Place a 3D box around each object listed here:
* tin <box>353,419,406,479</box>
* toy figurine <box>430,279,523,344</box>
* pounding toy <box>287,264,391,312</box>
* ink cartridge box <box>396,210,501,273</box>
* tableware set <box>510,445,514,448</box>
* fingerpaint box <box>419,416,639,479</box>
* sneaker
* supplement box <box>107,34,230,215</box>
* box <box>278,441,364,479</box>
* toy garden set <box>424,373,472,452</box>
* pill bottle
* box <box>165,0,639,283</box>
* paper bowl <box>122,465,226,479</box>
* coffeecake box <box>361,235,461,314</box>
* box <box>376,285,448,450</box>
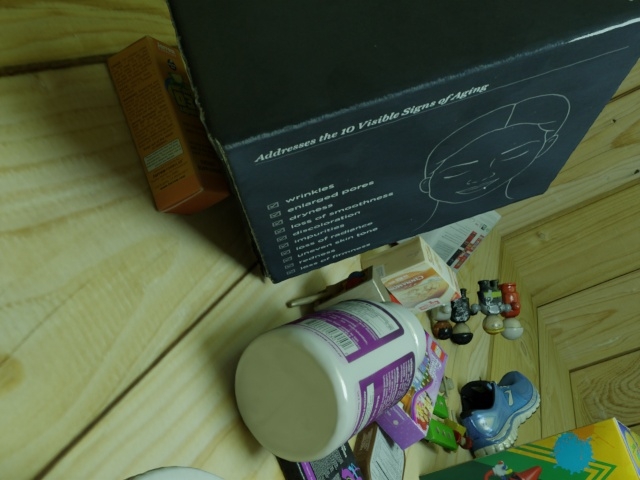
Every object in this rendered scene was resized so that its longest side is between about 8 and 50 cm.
[{"bbox_3d":[0.096,0.363,1.116,0.106,0.040,0.189,54,24,-13],"label":"tin"},{"bbox_3d":[0.386,0.184,1.715,0.209,0.213,0.148,13,71,-58],"label":"toy figurine"},{"bbox_3d":[0.035,0.103,1.153,0.100,0.141,0.130,62,8,-7],"label":"pounding toy"},{"bbox_3d":[0.296,-0.018,1.758,0.130,0.272,0.309,41,10,28],"label":"ink cartridge box"},{"bbox_3d":[0.487,0.557,1.767,0.194,0.039,0.128,61,10,-25],"label":"tableware set"},{"bbox_3d":[0.462,0.501,1.336,0.445,0.371,0.163,34,37,-52],"label":"fingerpaint box"},{"bbox_3d":[0.430,0.387,1.671,0.147,0.130,0.330,59,33,2],"label":"sneaker"},{"bbox_3d":[-0.206,-0.154,0.933,0.078,0.080,0.233,2,64,-67],"label":"supplement box"},{"bbox_3d":[0.004,0.320,0.967,0.162,0.029,0.116,-15,82,-66],"label":"box"},{"bbox_3d":[0.233,0.324,1.442,0.204,0.049,0.244,37,35,-46],"label":"toy garden set"},{"bbox_3d":[0.033,0.173,0.952,0.301,0.169,0.169,-12,77,-58],"label":"pill bottle"},{"bbox_3d":[0.089,-0.203,0.903,0.472,0.480,0.297,87,-16,-72],"label":"box"},{"bbox_3d":[-0.135,0.325,0.502,0.284,0.148,0.284,47,29,-37],"label":"paper bowl"},{"bbox_3d":[0.197,0.083,1.481,0.185,0.142,0.068,40,34,-45],"label":"coffeecake box"},{"bbox_3d":[0.129,0.215,1.246,0.201,0.057,0.293,48,25,-2],"label":"box"}]
